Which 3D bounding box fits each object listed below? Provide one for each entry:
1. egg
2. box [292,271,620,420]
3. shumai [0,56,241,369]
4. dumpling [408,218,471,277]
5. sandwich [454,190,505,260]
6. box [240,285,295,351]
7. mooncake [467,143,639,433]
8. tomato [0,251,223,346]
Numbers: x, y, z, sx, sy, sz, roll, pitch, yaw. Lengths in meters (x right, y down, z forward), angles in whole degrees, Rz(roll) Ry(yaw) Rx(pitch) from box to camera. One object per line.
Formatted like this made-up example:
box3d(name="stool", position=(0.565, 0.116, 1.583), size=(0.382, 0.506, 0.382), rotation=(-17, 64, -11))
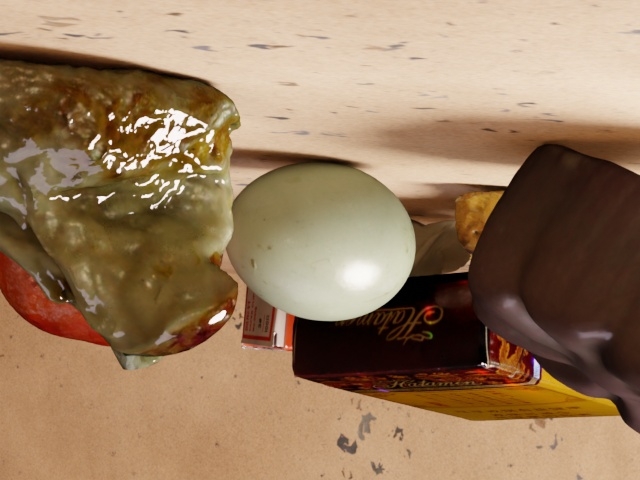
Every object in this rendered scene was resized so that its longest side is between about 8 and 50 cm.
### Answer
box3d(name="egg", position=(0.000, 0.000, 1.646), size=(0.192, 0.149, 0.149), rotation=(15, 171, -33))
box3d(name="box", position=(0.187, 0.133, 2.077), size=(0.264, 0.116, 0.415), rotation=(-5, 165, 36))
box3d(name="shumai", position=(-0.187, -0.020, 1.223), size=(0.271, 0.204, 0.222), rotation=(8, 175, -3))
box3d(name="dumpling", position=(0.069, 0.029, 2.177), size=(0.250, 0.132, 0.162), rotation=(-13, 163, 13))
box3d(name="sandwich", position=(0.264, 0.003, 1.853), size=(0.226, 0.087, 0.251), rotation=(12, 178, 12))
box3d(name="box", position=(-0.040, 0.061, 2.330), size=(0.099, 0.182, 0.133), rotation=(7, 178, -27))
box3d(name="mooncake", position=(0.263, 0.057, 1.422), size=(0.306, 0.154, 0.306), rotation=(34, 172, 6))
box3d(name="tomato", position=(-0.202, 0.006, 1.666), size=(0.232, 0.189, 0.232), rotation=(6, 177, 0))
